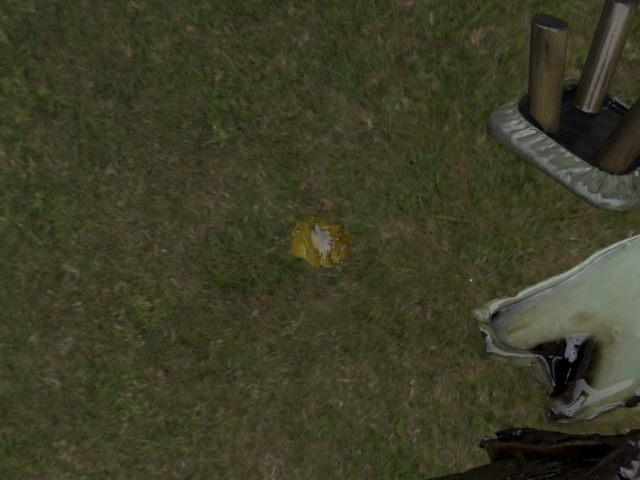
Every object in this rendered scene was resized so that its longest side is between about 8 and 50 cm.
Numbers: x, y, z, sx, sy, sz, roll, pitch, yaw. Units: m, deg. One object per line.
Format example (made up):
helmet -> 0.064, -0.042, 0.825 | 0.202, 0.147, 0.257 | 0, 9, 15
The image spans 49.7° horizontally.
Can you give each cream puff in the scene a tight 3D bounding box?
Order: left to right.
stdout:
cream puff -> 0.000, 0.000, 0.949 | 0.083, 0.058, 0.083 | -24, 68, -6

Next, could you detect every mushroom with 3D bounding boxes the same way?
mushroom -> 0.365, 0.150, 0.915 | 0.292, 0.211, 0.217 | -18, 51, -2

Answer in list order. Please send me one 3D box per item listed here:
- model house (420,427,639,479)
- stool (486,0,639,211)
model house -> 0.201, 0.327, 0.601 | 0.283, 0.297, 0.316 | -21, 101, 14
stool -> 0.488, -0.238, 1.154 | 0.310, 0.226, 0.310 | -26, 53, -31
